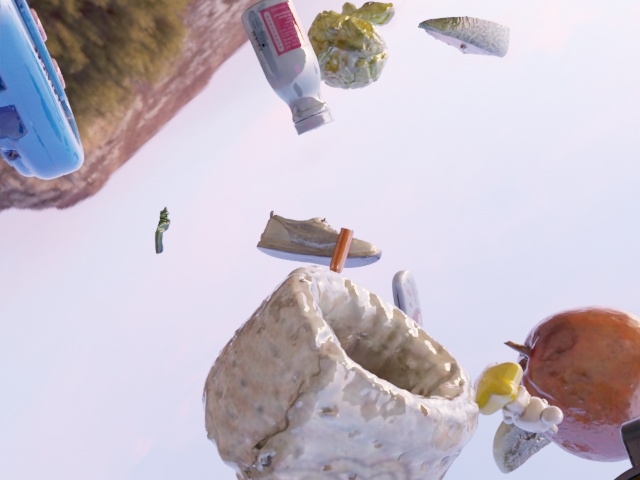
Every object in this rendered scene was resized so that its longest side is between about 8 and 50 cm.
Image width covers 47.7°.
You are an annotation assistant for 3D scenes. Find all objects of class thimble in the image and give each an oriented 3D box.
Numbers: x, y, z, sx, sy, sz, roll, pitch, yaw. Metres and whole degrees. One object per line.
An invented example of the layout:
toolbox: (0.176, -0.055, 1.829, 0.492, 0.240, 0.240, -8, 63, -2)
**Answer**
thimble: (0.021, 0.176, 0.819, 0.195, 0.292, 0.291, -56, -160, 14)

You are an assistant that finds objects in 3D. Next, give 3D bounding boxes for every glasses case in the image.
glasses case: (0.213, 0.159, 1.768, 0.045, 0.178, 0.067, -1, -163, 41)

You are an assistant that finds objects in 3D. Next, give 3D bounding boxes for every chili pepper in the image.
chili pepper: (-0.271, -0.017, 1.230, 0.022, 0.083, 0.027, 20, -166, 36)

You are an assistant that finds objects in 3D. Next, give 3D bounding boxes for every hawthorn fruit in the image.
hawthorn fruit: (0.459, 0.239, 1.287, 0.277, 0.298, 0.276, -160, -90, -87)

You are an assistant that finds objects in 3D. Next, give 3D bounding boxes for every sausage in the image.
sausage: (0.042, 0.028, 1.502, 0.031, 0.031, 0.107, 2, -107, 57)

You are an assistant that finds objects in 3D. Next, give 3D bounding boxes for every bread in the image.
bread: (0.410, 0.367, 1.412, 0.193, 0.112, 0.036, -37, -156, -1)

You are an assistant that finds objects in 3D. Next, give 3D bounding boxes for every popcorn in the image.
popcorn: (0.072, -0.424, 1.549, 0.212, 0.198, 0.198, -59, -157, 4)

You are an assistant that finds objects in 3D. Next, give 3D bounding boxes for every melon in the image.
melon: (0.253, -0.360, 1.267, 0.098, 0.054, 0.182, 6, -177, 37)

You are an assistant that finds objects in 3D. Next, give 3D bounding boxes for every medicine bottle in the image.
medicine bottle: (-0.048, -0.283, 1.180, 0.091, 0.216, 0.090, -23, -173, 3)

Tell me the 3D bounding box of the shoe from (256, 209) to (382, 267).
shoe: (0.000, 0.000, 1.594, 0.103, 0.275, 0.098, 91, 9, -80)

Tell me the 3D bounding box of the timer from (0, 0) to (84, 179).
timer: (-0.444, -0.266, 1.018, 0.115, 0.339, 0.309, -22, -139, -12)

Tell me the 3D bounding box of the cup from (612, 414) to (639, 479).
cup: (0.444, 0.389, 0.838, 0.242, 0.292, 0.308, -50, -140, 3)

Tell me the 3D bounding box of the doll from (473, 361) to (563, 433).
doll: (0.245, 0.204, 0.888, 0.071, 0.113, 0.135, -51, -157, -16)
